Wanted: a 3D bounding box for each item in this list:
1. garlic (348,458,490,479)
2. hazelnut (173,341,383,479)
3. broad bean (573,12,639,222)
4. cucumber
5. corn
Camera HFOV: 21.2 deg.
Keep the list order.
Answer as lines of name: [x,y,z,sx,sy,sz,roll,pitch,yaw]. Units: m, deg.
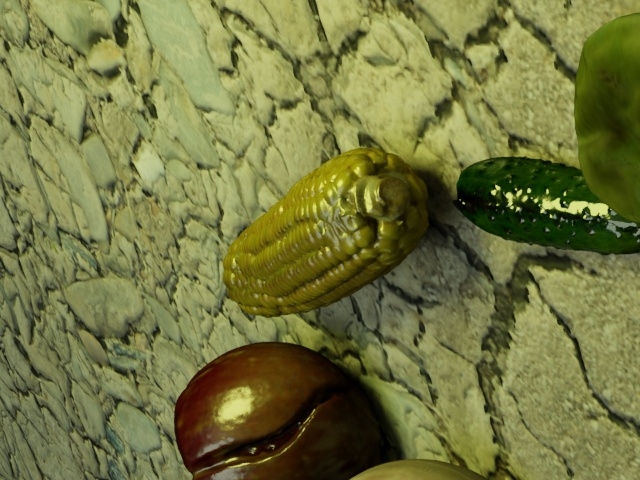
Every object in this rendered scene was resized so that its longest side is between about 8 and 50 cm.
garlic: [0.124,0.362,1.594,0.340,0.246,0.231,61,146,37]
hazelnut: [-0.040,0.204,1.795,0.218,0.218,0.234,34,161,42]
broad bean: [0.233,-0.082,1.172,0.207,0.072,0.153,22,117,54]
cucumber: [0.187,-0.025,1.315,0.227,0.069,0.069,13,126,50]
corn: [0.000,0.000,1.601,0.120,0.120,0.363,62,157,1]
